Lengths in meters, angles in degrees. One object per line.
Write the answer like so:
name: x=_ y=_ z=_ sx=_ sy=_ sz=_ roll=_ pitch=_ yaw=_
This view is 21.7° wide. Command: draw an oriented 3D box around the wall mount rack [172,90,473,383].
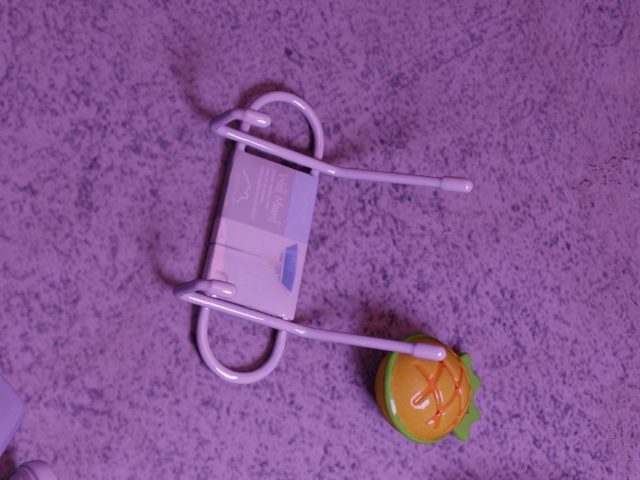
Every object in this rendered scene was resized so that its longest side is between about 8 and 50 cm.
wall mount rack: x=0.000 y=0.000 z=1.891 sx=0.304 sy=0.130 sz=0.350 roll=18 pitch=74 yaw=-25

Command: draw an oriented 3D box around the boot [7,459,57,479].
boot: x=-0.324 y=0.352 z=1.673 sx=0.123 sy=0.095 sz=0.258 roll=2 pitch=81 yaw=-35

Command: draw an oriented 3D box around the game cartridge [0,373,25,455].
game cartridge: x=-0.431 y=0.127 z=1.622 sx=0.294 sy=0.060 sz=0.196 roll=39 pitch=27 yaw=-10

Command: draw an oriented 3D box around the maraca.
maraca: x=0.132 y=0.175 z=1.955 sx=0.185 sy=0.099 sz=0.127 roll=15 pitch=76 yaw=-49
